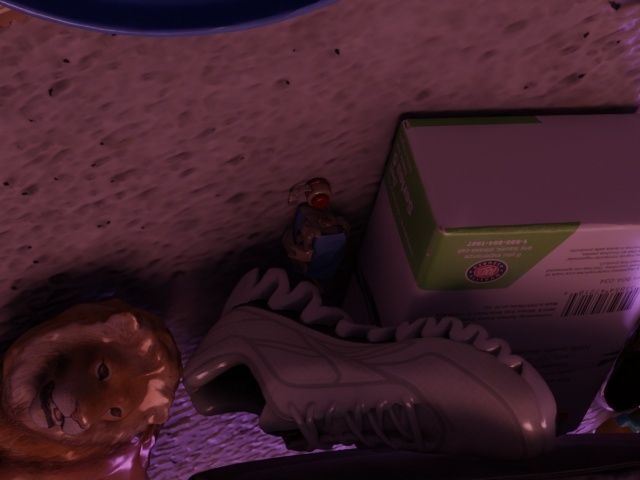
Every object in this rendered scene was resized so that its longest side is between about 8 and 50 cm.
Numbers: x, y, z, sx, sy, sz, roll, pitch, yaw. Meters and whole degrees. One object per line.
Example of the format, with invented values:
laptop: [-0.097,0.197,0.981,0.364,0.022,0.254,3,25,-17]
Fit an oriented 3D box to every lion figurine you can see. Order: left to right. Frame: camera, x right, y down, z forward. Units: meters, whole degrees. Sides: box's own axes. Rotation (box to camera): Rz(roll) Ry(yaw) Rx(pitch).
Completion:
lion figurine: [-0.180,0.214,1.409,0.240,0.142,0.392,-16,130,6]

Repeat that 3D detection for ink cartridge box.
ink cartridge box: [0.134,0.036,1.361,0.198,0.114,0.273,-3,141,-17]

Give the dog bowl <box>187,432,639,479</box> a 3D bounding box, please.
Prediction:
dog bowl: [0.107,0.235,1.336,0.408,0.150,0.408,-5,177,0]

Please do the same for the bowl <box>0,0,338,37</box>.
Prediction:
bowl: [-0.087,-0.271,0.862,0.391,0.077,0.391,1,136,1]

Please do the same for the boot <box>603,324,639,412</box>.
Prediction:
boot: [0.308,0.055,1.417,0.152,0.073,0.197,-28,154,-58]

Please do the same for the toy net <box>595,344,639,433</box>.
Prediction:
toy net: [0.268,0.155,1.622,0.122,0.045,0.232,-13,141,-2]

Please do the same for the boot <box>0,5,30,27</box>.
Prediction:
boot: [-0.158,-0.185,1.029,0.158,0.059,0.084,-24,137,11]

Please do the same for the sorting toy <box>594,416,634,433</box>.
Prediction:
sorting toy: [0.360,0.186,1.632,0.307,0.041,0.229,5,130,-41]

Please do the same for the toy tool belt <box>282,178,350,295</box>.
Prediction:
toy tool belt: [0.000,0.000,1.319,0.052,0.051,0.083,-6,141,-14]

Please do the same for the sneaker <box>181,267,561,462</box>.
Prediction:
sneaker: [0.031,0.110,1.255,0.118,0.292,0.110,-42,132,-40]
